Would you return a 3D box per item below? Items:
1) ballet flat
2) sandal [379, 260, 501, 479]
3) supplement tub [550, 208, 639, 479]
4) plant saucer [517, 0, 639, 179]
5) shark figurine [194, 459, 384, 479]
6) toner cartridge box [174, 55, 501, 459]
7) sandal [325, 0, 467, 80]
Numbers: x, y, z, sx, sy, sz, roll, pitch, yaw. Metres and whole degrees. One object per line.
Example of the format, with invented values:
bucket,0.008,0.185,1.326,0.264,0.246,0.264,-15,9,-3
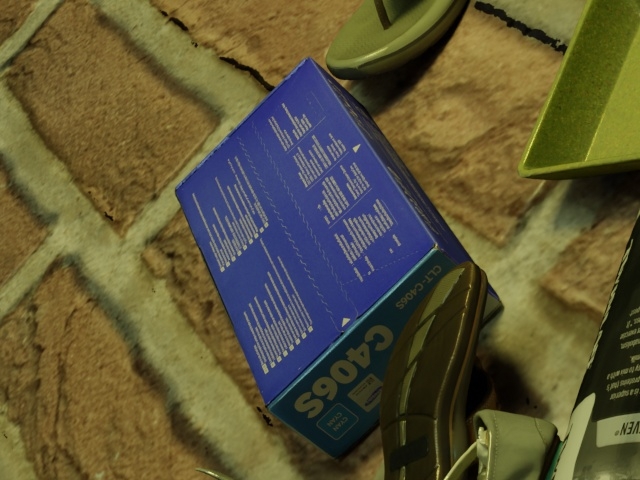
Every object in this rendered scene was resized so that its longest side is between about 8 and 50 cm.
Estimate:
ballet flat,0.084,0.190,0.995,0.072,0.068,0.213,98,-169,-55
sandal,0.082,0.122,1.096,0.090,0.060,0.219,-33,46,52
supplement tub,0.227,0.073,0.807,0.207,0.207,0.338,-11,47,48
plant saucer,0.240,-0.115,1.161,0.188,0.045,0.188,-6,51,49
shark figurine,-0.064,0.193,1.155,0.278,0.116,0.166,-9,47,46
toner cartridge box,0.000,0.000,1.320,0.165,0.075,0.348,-45,30,10
sandal,0.087,-0.261,1.485,0.120,0.086,0.303,9,63,56
